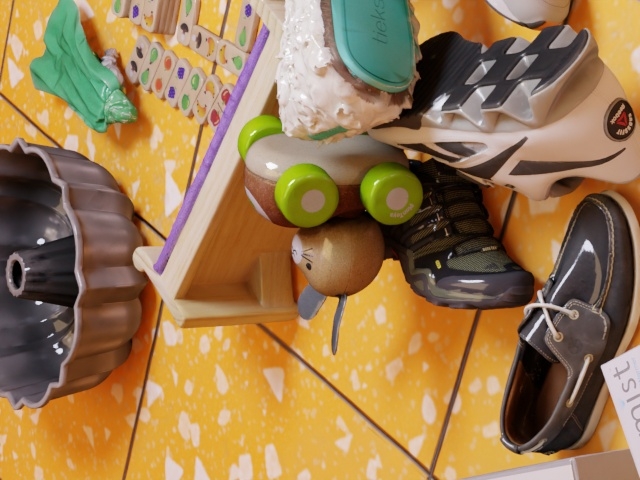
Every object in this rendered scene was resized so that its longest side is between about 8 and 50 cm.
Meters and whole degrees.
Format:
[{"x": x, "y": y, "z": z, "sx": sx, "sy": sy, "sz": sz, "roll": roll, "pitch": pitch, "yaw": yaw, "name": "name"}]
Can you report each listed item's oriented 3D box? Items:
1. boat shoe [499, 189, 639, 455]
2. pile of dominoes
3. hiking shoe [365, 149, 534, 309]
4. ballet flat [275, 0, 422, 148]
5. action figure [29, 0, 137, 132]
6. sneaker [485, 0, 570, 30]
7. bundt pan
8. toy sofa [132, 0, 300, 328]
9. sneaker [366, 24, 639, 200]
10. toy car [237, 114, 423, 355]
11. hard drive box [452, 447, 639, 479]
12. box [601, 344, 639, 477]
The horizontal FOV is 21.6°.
[{"x": 0.206, "y": 0.071, "z": 1.385, "sx": 0.084, "sy": 0.079, "sz": 0.233, "roll": 35, "pitch": 118, "yaw": 49, "name": "boat shoe"}, {"x": -0.159, "y": -0.240, "z": 1.890, "sx": 0.251, "sy": 0.040, "sz": 0.196, "roll": 34, "pitch": 119, "yaw": 48, "name": "pile of dominoes"}, {"x": 0.111, "y": -0.016, "z": 1.498, "sx": 0.227, "sy": 0.086, "sz": 0.114, "roll": 33, "pitch": 121, "yaw": 49, "name": "hiking shoe"}, {"x": 0.015, "y": -0.255, "z": 1.473, "sx": 0.147, "sy": 0.147, "sz": 0.409, "roll": -39, "pitch": 35, "yaw": 47, "name": "ballet flat"}, {"x": -0.279, "y": -0.196, "z": 2.030, "sx": 0.232, "sy": 0.063, "sz": 0.137, "roll": 47, "pitch": 129, "yaw": 48, "name": "action figure"}, {"x": 0.176, "y": -0.308, "z": 1.391, "sx": 0.121, "sy": 0.099, "sz": 0.262, "roll": -21, "pitch": 77, "yaw": 48, "name": "sneaker"}, {"x": -0.319, "y": 0.040, "z": 2.051, "sx": 0.331, "sy": 0.124, "sz": 0.331, "roll": 3, "pitch": 93, "yaw": 54, "name": "bundt pan"}, {"x": -0.061, "y": -0.097, "z": 1.673, "sx": 0.177, "sy": 0.150, "sz": 0.362, "roll": 54, "pitch": 132, "yaw": 35, "name": "toy sofa"}, {"x": 0.147, "y": -0.092, "z": 1.411, "sx": 0.122, "sy": 0.146, "sz": 0.330, "roll": -49, "pitch": 25, "yaw": -13, "name": "sneaker"}, {"x": 0.000, "y": 0.000, "z": 1.498, "sx": 0.155, "sy": 0.149, "sz": 0.188, "roll": -128, "pitch": 40, "yaw": -61, "name": "toy car"}, {"x": 0.181, "y": 0.282, "z": 1.418, "sx": 0.232, "sy": 0.089, "sz": 0.181, "roll": -21, "pitch": 75, "yaw": 52, "name": "hard drive box"}, {"x": 0.350, "y": 0.161, "z": 1.157, "sx": 0.231, "sy": 0.126, "sz": 0.262, "roll": -35, "pitch": 65, "yaw": 46, "name": "box"}]
